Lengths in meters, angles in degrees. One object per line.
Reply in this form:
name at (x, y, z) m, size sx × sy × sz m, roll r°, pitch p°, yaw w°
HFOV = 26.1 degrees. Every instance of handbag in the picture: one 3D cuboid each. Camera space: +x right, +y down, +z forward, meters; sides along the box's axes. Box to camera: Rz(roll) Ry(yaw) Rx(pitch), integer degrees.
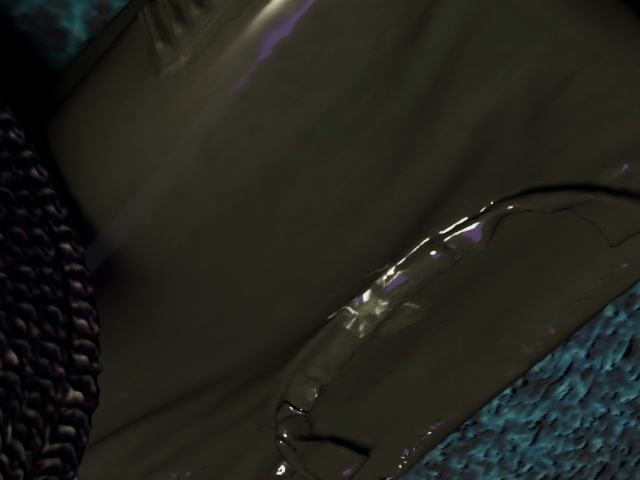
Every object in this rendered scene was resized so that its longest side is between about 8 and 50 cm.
handbag at (0.000, 0.000, 0.497) m, size 0.244 × 0.088 × 0.275 m, roll 24°, pitch 122°, yaw -38°

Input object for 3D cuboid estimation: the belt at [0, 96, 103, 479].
belt at (-0.187, -0.019, 0.292) m, size 0.122 × 0.260 × 0.325 m, roll -32°, pitch 136°, yaw 25°
